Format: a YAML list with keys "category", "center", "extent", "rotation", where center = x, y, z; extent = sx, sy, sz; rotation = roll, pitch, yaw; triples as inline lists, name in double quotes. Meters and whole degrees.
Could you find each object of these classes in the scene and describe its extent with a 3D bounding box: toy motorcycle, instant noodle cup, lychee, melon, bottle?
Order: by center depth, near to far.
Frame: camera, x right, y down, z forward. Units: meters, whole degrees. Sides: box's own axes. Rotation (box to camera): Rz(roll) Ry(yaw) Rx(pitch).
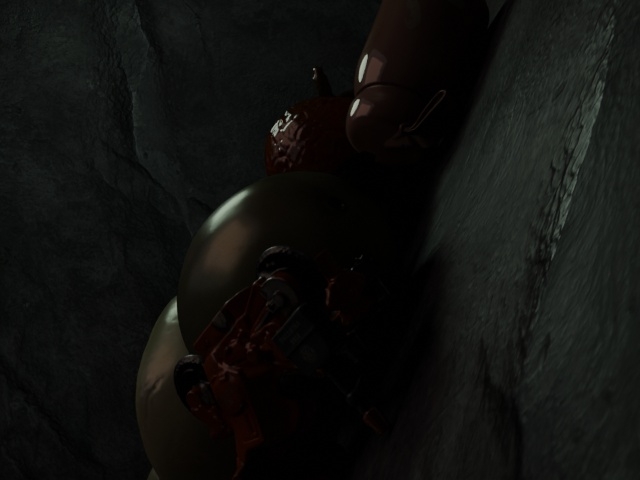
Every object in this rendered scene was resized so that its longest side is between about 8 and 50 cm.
- category: "toy motorcycle"
  center: [-0.032, 0.151, 1.129]
  extent: [0.148, 0.221, 0.326]
  rotation: [-38, -9, -47]
- category: "melon"
  center: [-0.043, 0.067, 1.321]
  extent: [0.268, 0.268, 0.330]
  rotation: [-69, 4, -50]
- category: "instant noodle cup"
  center: [0.049, 0.012, 1.550]
  extent: [0.274, 0.090, 0.274]
  rotation: [-51, -22, -31]
- category: "bottle"
  center: [0.150, -0.258, 1.608]
  extent: [0.206, 0.173, 0.297]
  rotation: [-8, 50, 46]
- category: "lychee"
  center: [0.029, -0.137, 1.761]
  extent: [0.255, 0.255, 0.300]
  rotation: [118, 141, -61]

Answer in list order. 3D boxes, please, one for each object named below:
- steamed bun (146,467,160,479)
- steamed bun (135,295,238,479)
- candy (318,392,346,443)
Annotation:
- category: "steamed bun"
  center: [-0.306, 0.599, 2.511]
  extent: [0.324, 0.219, 0.310]
  rotation: [-77, 11, -76]
- category: "steamed bun"
  center: [-0.121, 0.244, 1.620]
  extent: [0.334, 0.232, 0.312]
  rotation: [61, -148, -42]
- category: "candy"
  center: [-0.014, 0.250, 1.407]
  extent: [0.088, 0.061, 0.312]
  rotation: [119, 174, -52]
